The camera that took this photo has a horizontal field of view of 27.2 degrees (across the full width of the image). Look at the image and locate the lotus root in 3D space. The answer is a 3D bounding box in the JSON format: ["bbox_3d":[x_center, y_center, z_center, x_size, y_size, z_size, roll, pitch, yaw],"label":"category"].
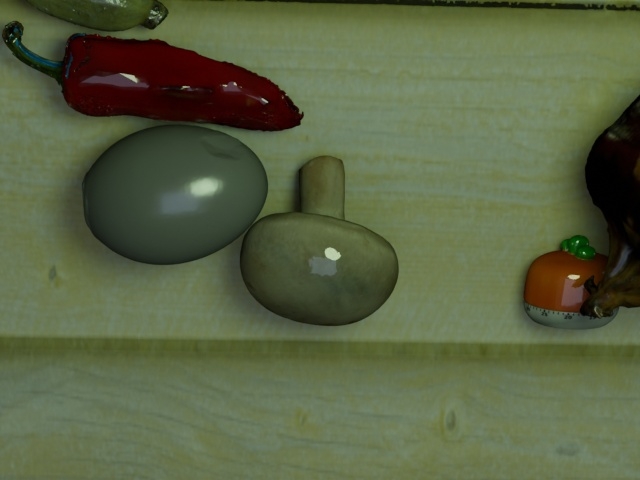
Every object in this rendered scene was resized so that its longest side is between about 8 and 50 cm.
[{"bbox_3d":[-0.276,-0.305,1.629,0.183,0.077,0.090,19,108,-7],"label":"lotus root"}]

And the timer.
[{"bbox_3d":[0.339,0.052,1.771,0.136,0.099,0.136,-2,101,-12],"label":"timer"}]

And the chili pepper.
[{"bbox_3d":[-0.208,-0.197,1.662,0.388,0.110,0.110,8,109,-9],"label":"chili pepper"}]

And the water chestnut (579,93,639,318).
[{"bbox_3d":[0.461,-0.019,1.626,0.347,0.335,0.335,-46,105,-2],"label":"water chestnut"}]

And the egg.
[{"bbox_3d":[-0.180,-0.059,1.663,0.232,0.176,0.176,-9,110,16],"label":"egg"}]

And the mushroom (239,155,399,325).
[{"bbox_3d":[0.000,0.000,1.708,0.207,0.207,0.215,5,75,-4],"label":"mushroom"}]
